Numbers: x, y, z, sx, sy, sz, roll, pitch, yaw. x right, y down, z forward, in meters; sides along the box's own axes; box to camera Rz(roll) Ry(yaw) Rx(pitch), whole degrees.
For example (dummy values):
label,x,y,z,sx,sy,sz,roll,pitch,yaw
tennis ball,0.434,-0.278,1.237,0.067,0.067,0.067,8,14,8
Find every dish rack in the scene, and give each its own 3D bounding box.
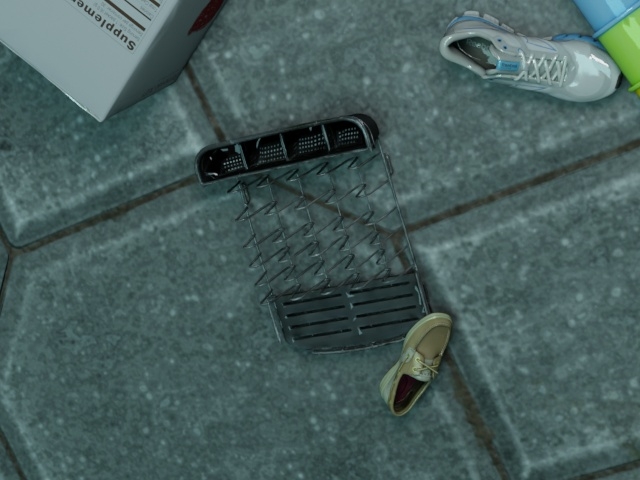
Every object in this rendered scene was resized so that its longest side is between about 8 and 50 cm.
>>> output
label,x,y,z,sx,sy,sz,roll,pitch,yaw
dish rack,0.000,0.000,1.862,0.208,0.074,0.271,-11,104,26

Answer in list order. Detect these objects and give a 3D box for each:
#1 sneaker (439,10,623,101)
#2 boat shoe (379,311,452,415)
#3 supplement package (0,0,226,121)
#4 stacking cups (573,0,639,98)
label,x,y,z,sx,sy,sz,roll,pitch,yaw
sneaker,0.205,-0.175,1.710,0.191,0.083,0.071,14,112,16
boat shoe,0.110,0.138,1.872,0.050,0.045,0.135,10,127,-23
supplement package,-0.184,-0.301,1.770,0.175,0.177,0.293,39,119,5
stacking cups,0.279,-0.244,1.645,0.096,0.096,0.316,-36,93,29
